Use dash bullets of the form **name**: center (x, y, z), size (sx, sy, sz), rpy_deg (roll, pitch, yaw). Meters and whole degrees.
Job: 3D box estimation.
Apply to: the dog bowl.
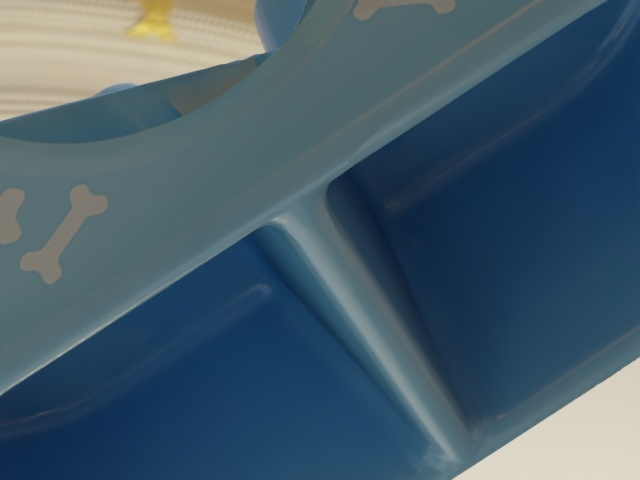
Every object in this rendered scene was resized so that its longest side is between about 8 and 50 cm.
- **dog bowl**: center (0.000, 0.000, 0.422), size (0.074, 0.297, 0.166), rpy_deg (58, -179, 36)
